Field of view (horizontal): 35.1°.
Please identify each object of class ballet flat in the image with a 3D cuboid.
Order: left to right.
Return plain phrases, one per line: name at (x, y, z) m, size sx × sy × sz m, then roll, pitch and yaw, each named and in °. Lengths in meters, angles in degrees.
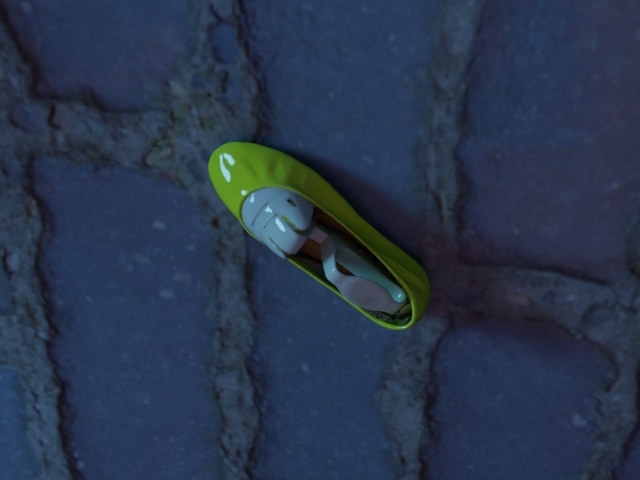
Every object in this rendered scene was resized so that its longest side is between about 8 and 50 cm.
ballet flat at (0.000, 0.000, 0.858) m, size 0.231 × 0.077 × 0.077 m, roll 36°, pitch 119°, yaw -11°
